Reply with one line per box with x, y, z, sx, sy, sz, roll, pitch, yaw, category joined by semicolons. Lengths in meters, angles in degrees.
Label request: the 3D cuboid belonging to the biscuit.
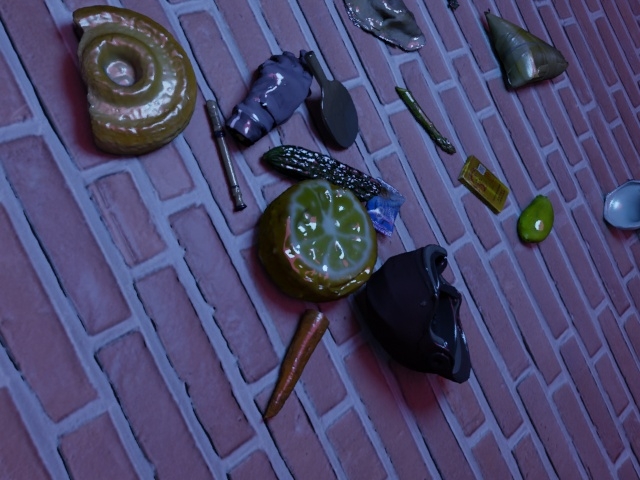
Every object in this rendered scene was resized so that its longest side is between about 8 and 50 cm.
-0.335;-0.301;0.938;0.213;0.091;0.274;-15;83;-29;biscuit

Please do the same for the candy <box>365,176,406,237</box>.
0.148;-0.079;1.187;0.088;0.038;0.136;30;57;-5;candy

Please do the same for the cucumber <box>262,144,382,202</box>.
0.006;-0.149;1.100;0.265;0.077;0.077;21;69;-25;cucumber

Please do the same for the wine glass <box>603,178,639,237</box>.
1.021;-0.083;1.606;0.196;0.165;0.164;22;68;-27;wine glass

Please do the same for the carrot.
-0.050;0.245;0.991;0.057;0.057;0.224;33;67;-18;carrot

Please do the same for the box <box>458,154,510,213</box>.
0.443;-0.151;1.375;0.156;0.022;0.089;37;62;-17;box

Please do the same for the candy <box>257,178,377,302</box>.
0.000;0.000;1.037;0.260;0.118;0.259;8;73;-30;candy

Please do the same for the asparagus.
0.273;-0.309;1.315;0.236;0.027;0.034;48;49;-11;asparagus

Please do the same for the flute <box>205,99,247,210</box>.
-0.191;-0.173;1.024;0.027;0.027;0.233;-14;85;-31;flute

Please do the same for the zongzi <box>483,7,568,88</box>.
0.612;-0.588;1.536;0.228;0.115;0.256;-20;78;-35;zongzi

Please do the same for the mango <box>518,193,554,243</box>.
0.605;-0.064;1.414;0.091;0.074;0.165;37;63;-15;mango

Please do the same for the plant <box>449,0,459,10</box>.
0.376;-0.711;1.459;0.051;0.051;0.102;-27;105;-31;plant

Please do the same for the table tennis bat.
0.027;-0.312;1.128;0.234;0.022;0.131;56;46;-38;table tennis bat

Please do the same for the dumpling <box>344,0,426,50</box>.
0.143;-0.615;1.287;0.332;0.086;0.166;49;58;-6;dumpling

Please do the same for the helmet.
0.197;0.162;1.067;0.225;0.177;0.305;-53;129;-62;helmet

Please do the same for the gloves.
-0.094;-0.305;1.075;0.142;0.119;0.285;54;50;-45;gloves
